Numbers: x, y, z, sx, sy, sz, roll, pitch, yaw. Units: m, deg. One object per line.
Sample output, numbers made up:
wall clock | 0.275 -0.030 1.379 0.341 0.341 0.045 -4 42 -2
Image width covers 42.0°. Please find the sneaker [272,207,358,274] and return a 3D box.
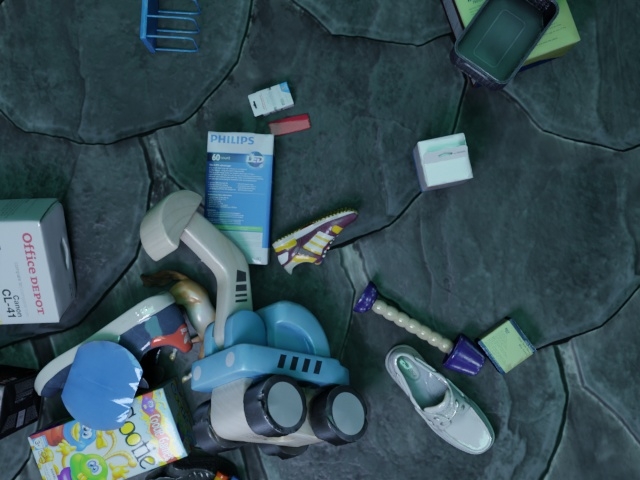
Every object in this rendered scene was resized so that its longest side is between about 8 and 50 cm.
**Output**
sneaker | 0.000 0.000 1.672 0.186 0.069 0.083 -25 97 7

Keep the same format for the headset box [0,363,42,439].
headset box | -0.717 0.296 1.608 0.294 0.218 0.110 8 88 2

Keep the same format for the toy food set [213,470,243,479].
toy food set | -0.132 0.542 1.640 0.232 0.111 0.104 31 88 -5

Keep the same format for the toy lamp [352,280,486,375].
toy lamp | 0.199 0.179 1.655 0.275 0.080 0.080 31 90 5

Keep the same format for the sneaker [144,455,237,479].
sneaker | -0.260 0.477 1.673 0.170 0.051 0.089 14 122 -22

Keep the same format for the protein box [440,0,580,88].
protein box | 0.365 -0.435 1.629 0.200 0.136 0.201 -20 89 2

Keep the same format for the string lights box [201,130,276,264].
string lights box | -0.162 -0.084 1.668 0.134 0.077 0.259 3 89 1

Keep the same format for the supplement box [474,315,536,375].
supplement box | 0.367 0.208 1.657 0.083 0.056 0.083 -37 88 1

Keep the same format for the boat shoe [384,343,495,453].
boat shoe | 0.234 0.322 1.639 0.277 0.096 0.098 43 90 2

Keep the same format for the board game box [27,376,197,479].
board game box | -0.399 0.388 1.634 0.276 0.142 0.144 -21 89 1

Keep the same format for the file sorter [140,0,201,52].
file sorter | -0.294 -0.469 1.660 0.105 0.118 0.170 3 89 -1

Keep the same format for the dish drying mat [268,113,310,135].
dish drying mat | -0.063 -0.236 1.702 0.083 0.008 0.032 -13 88 2

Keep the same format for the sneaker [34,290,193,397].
sneaker | -0.400 0.244 1.618 0.350 0.131 0.148 -33 90 18

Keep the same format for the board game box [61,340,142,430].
board game box | -0.401 0.266 1.549 0.133 0.033 0.168 21 95 9

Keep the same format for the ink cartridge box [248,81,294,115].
ink cartridge box | -0.100 -0.285 1.694 0.083 0.028 0.048 -18 88 1

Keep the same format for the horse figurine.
horse figurine | -0.261 0.156 1.674 0.175 0.066 0.263 -35 91 8

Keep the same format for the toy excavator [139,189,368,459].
toy excavator | -0.142 0.162 1.565 0.433 0.222 0.444 17 58 -36

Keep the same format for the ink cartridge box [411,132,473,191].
ink cartridge box | 0.237 -0.151 1.624 0.092 0.143 0.089 -12 89 2

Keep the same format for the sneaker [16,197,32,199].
sneaker | -0.652 -0.048 1.683 0.162 0.073 0.063 -12 88 2

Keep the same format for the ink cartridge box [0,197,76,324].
ink cartridge box | -0.657 0.043 1.620 0.307 0.131 0.226 -2 114 3

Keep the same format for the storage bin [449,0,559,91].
storage bin | 0.333 -0.377 1.520 0.122 0.084 0.180 36 92 1
